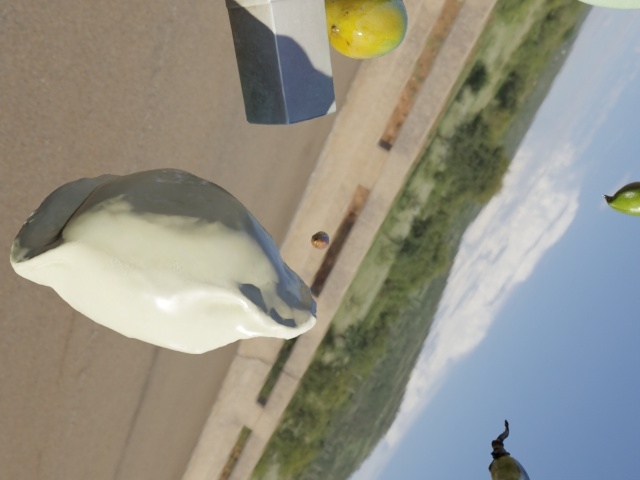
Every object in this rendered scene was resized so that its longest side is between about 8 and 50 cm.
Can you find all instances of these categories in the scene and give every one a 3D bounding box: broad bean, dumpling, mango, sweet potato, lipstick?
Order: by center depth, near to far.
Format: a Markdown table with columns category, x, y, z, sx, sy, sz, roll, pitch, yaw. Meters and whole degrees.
| category | x | y | z | sx | sy | sz | roll | pitch | yaw |
| --- | --- | --- | --- | --- | --- | --- | --- | --- | --- |
| dumpling | -0.117 | 0.013 | 0.650 | 0.162 | 0.250 | 0.132 | -65 | 171 | -54 |
| lipstick | -0.055 | -0.307 | 0.824 | 0.079 | 0.076 | 0.372 | -23 | 113 | -39 |
| broad bean | 0.234 | 0.318 | 0.975 | 0.067 | 0.075 | 0.325 | -30 | -176 | 8 |
| broad bean | 0.602 | -0.076 | 1.252 | 0.098 | 0.318 | 0.056 | -70 | 153 | -48 |
| mango | 0.080 | -0.415 | 1.445 | 0.114 | 0.156 | 0.251 | 99 | 0 | -47 |
| sweet potato | 0.000 | 0.000 | 1.475 | 0.034 | 0.034 | 0.095 | -59 | 177 | 2 |

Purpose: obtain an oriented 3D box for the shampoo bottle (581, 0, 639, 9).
| category | x | y | z | sx | sy | sz | roll | pitch | yaw |
| --- | --- | --- | --- | --- | --- | --- | --- | --- | --- |
| shampoo bottle | 0.368 | -0.413 | 0.904 | 0.349 | 0.221 | 0.151 | 66 | 37 | -70 |
